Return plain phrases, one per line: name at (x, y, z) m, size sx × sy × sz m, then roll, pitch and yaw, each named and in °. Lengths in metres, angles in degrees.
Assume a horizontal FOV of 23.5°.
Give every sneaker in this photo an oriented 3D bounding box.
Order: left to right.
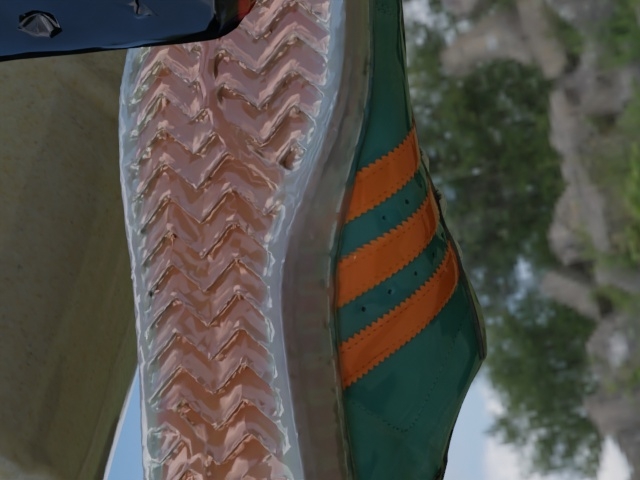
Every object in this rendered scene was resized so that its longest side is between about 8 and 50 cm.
sneaker at (0.000, 0.000, 0.592) m, size 0.121 × 0.108 × 0.302 m, roll -2°, pitch -84°, yaw -52°

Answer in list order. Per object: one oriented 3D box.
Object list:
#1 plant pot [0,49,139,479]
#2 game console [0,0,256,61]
plant pot at (-0.225, 0.053, 0.819) m, size 0.305 × 0.334 × 0.333 m, roll -91°, pitch -20°, yaw -50°
game console at (-0.237, -0.141, 0.346) m, size 0.342 × 0.387 × 0.060 m, roll 58°, pitch -147°, yaw -58°
